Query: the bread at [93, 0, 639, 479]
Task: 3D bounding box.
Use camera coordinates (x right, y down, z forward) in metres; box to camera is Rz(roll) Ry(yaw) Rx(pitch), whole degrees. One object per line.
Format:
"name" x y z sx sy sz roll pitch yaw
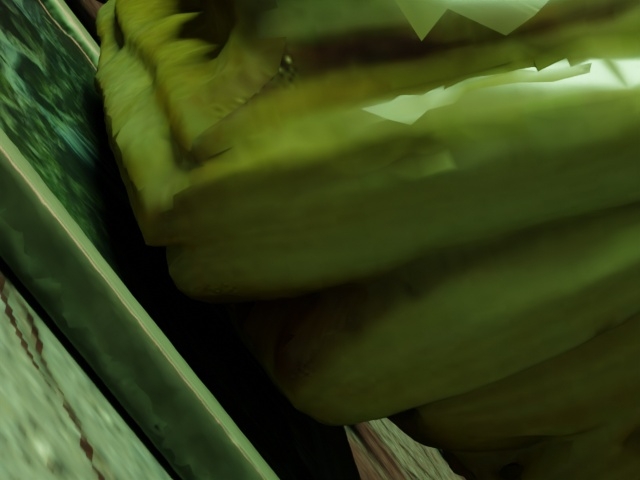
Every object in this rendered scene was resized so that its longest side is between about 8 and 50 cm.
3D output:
"bread" 0.125 -0.034 0.532 0.314 0.370 0.191 -113 -169 -75

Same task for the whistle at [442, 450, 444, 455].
"whistle" 0.054 0.060 1.207 0.220 0.057 0.107 60 -7 33

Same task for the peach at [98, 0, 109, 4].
"peach" -0.073 -0.268 0.883 0.332 0.308 0.308 47 2 8

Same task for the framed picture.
"framed picture" -0.064 -0.017 0.529 0.240 0.020 0.324 53 3 -11
